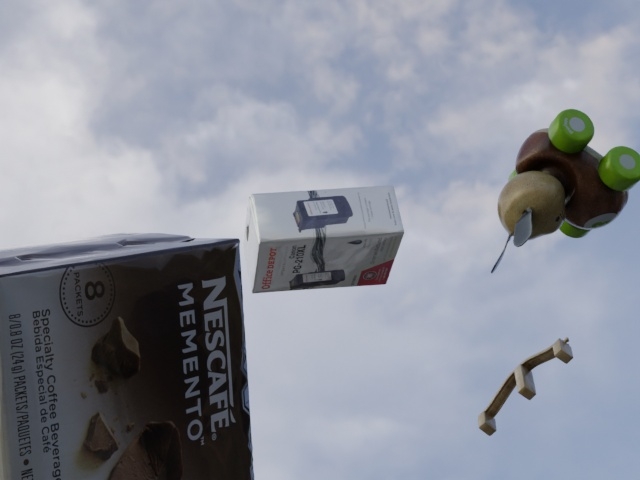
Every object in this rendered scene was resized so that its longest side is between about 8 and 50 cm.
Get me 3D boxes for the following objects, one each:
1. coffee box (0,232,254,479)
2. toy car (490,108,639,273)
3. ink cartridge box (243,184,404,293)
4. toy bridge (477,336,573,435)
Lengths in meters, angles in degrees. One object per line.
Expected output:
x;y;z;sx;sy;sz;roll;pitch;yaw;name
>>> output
-0.131;0.150;0.580;0.119;0.297;0.168;1;6;39;coffee box
0.277;-0.037;1.304;0.149;0.188;0.155;38;-30;6;toy car
0.000;0.000;1.749;0.237;0.100;0.172;-4;-31;-11;ink cartridge box
0.300;0.206;1.567;0.026;0.063;0.188;34;-65;-13;toy bridge
